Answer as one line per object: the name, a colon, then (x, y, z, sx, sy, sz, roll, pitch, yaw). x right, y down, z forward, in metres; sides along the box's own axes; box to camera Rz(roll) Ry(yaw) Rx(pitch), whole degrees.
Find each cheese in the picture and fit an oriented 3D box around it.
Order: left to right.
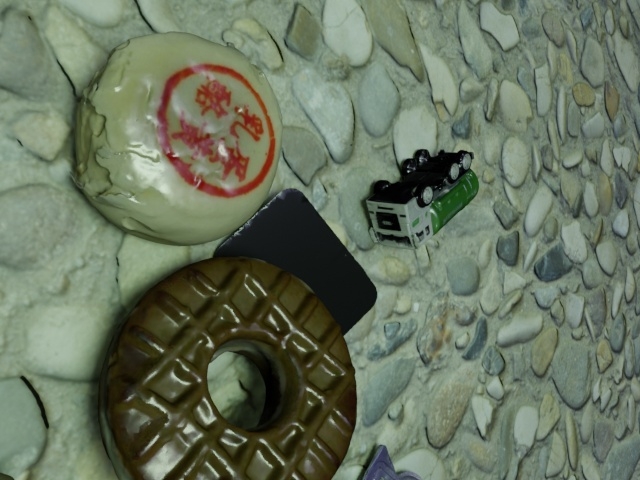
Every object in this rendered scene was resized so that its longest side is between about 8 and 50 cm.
cheese: (0.131, 0.434, 0.980, 0.191, 0.042, 0.105, 48, 60, -27)

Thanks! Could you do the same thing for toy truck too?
toy truck: (0.186, -0.075, 1.003, 0.242, 0.101, 0.124, -36, 123, -38)

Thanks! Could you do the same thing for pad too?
pad: (0.016, -0.001, 0.883, 0.250, 0.055, 0.323, 52, 59, -27)

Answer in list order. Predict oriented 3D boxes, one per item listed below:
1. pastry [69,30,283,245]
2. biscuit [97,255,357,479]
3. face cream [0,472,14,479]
pastry: (-0.163, -0.119, 0.689, 0.265, 0.133, 0.264, 2, 87, -36)
biscuit: (-0.097, 0.176, 0.698, 0.332, 0.103, 0.331, 15, 60, -29)
face cream: (-0.444, 0.191, 0.485, 0.341, 0.084, 0.137, 31, 67, -27)
